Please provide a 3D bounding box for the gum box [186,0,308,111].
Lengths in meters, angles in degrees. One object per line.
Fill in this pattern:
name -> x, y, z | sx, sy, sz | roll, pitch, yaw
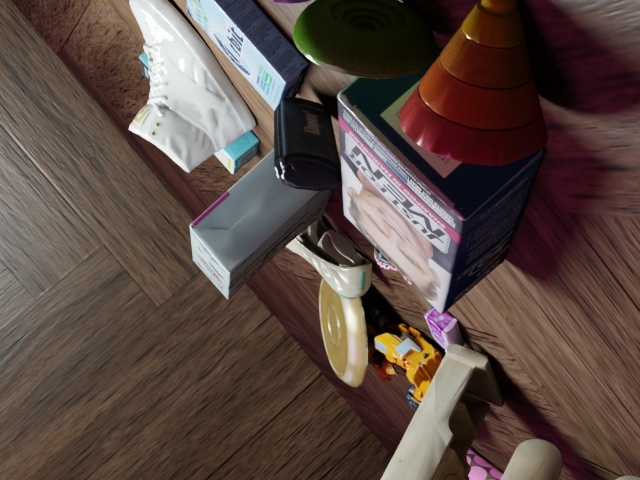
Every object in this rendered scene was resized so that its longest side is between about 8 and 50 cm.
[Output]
gum box -> -0.098, -0.262, 1.520 | 0.184, 0.041, 0.157 | 49, 170, 1

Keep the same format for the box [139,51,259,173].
box -> -0.209, -0.232, 2.041 | 0.244, 0.060, 0.100 | 48, 169, 4

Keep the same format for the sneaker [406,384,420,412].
sneaker -> 0.211, 0.314, 2.229 | 0.121, 0.079, 0.217 | 45, 170, 14

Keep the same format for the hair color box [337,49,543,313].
hair color box -> 0.113, -0.054, 1.225 | 0.174, 0.105, 0.347 | 47, 170, 15

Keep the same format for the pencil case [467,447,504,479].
pencil case -> 0.328, 0.496, 2.386 | 0.209, 0.095, 0.098 | 37, 129, 56

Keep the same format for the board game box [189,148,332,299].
board game box -> -0.089, -0.033, 1.811 | 0.097, 0.224, 0.303 | 47, 169, 5

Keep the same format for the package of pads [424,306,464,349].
package of pads -> 0.190, 0.137, 1.804 | 0.050, 0.032, 0.083 | 39, 166, 32

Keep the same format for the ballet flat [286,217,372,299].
ballet flat -> 0.000, 0.000, 2.014 | 0.248, 0.086, 0.086 | 41, 167, 32

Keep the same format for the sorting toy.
sorting toy -> 0.059, -0.207, 0.997 | 0.365, 0.127, 0.126 | 44, 140, 38

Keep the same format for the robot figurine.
robot figurine -> 0.151, 0.214, 2.103 | 0.211, 0.085, 0.291 | 55, 168, -26

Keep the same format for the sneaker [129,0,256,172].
sneaker -> -0.245, -0.243, 1.854 | 0.292, 0.169, 0.108 | 55, 170, -24

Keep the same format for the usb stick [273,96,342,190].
usb stick -> -0.018, -0.119, 1.409 | 0.278, 0.077, 0.045 | -97, 14, -70

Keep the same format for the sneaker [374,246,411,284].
sneaker -> 0.115, 0.018, 1.676 | 0.119, 0.047, 0.057 | 29, 144, 52

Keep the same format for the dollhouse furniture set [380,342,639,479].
dollhouse furniture set -> 0.322, 0.356, 1.716 | 0.394, 0.256, 0.362 | 19, 159, 27

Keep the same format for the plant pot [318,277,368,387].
plant pot -> 0.036, 0.154, 2.162 | 0.236, 0.032, 0.236 | 174, 90, -76
